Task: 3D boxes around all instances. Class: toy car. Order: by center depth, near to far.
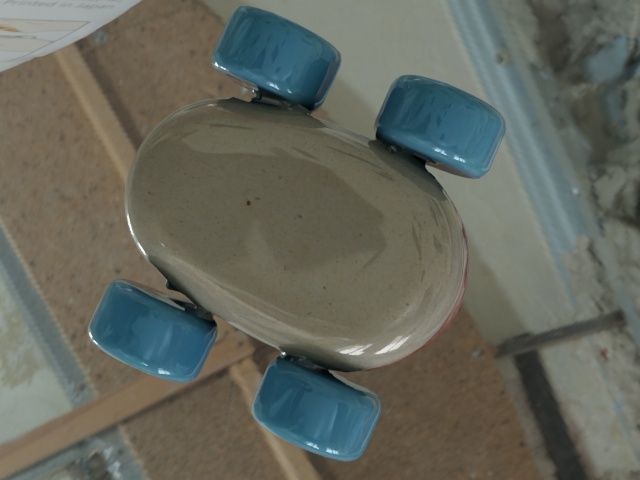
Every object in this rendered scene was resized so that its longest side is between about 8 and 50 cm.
[{"bbox_3d":[0.000,0.000,0.803,0.210,0.238,0.219,24,-90,11],"label":"toy car"}]

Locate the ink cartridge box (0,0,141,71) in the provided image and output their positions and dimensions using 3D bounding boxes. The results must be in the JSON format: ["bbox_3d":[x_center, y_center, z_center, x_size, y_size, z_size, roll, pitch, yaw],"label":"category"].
[{"bbox_3d":[-0.292,-0.108,0.537,0.308,0.385,0.091,-7,-94,-44],"label":"ink cartridge box"}]
